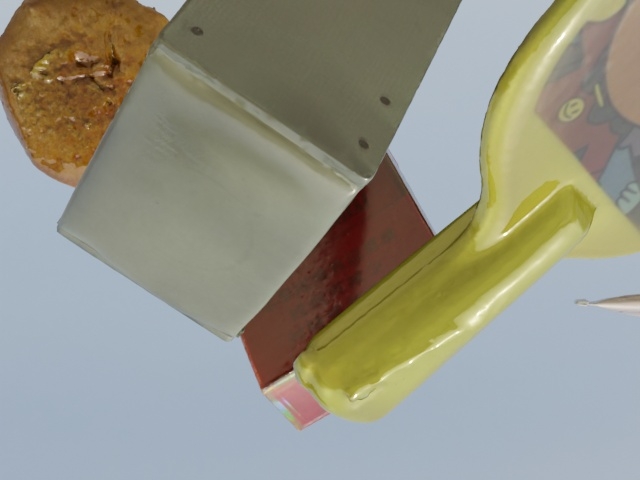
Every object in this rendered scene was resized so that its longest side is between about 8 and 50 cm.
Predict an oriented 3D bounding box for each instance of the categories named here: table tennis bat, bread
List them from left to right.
[{"bbox_3d":[-0.280,-0.199,1.538,0.268,0.268,0.146,-6,-176,0],"label":"bread"},{"bbox_3d":[0.132,-0.035,0.582,0.369,0.224,0.054,-41,-129,13],"label":"table tennis bat"}]

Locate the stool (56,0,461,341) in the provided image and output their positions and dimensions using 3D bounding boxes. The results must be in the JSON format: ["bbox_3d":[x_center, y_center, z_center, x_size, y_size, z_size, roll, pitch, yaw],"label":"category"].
[{"bbox_3d":[-0.043,-0.105,0.938,0.170,0.243,0.269,34,-131,-7],"label":"stool"}]

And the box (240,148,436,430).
[{"bbox_3d":[0.001,0.000,1.148,0.197,0.089,0.313,-31,-133,7],"label":"box"}]

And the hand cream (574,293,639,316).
[{"bbox_3d":[0.307,0.050,0.934,0.216,0.052,0.038,-1,-122,11],"label":"hand cream"}]
